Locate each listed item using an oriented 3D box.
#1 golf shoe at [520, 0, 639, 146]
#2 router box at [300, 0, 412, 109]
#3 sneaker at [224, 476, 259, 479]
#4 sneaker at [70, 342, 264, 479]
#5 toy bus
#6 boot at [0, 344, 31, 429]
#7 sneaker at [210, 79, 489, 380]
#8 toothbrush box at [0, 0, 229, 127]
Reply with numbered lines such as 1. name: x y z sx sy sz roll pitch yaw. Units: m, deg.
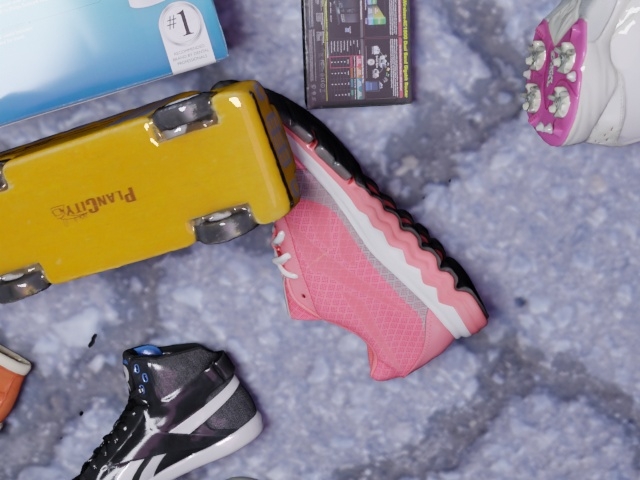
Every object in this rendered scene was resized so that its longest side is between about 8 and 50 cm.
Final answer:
1. golf shoe: 0.266 -0.224 1.100 0.140 0.115 0.306 6 109 -17
2. router box: 0.030 -0.175 1.117 0.092 0.038 0.122 -2 103 -4
3. sneaker: 0.004 0.287 1.176 0.222 0.118 0.083 15 101 -8
4. sneaker: -0.171 0.163 1.161 0.217 0.079 0.121 -27 100 -7
5. toy bus: -0.179 -0.035 1.039 0.333 0.130 0.108 -16 102 16
6. boot: -0.332 0.101 1.143 0.158 0.059 0.084 32 95 -19
7. sneaker: 0.000 0.000 1.116 0.136 0.116 0.314 -43 101 9
8. toothbrush box: -0.218 -0.254 1.025 0.216 0.126 0.295 -19 102 -4
